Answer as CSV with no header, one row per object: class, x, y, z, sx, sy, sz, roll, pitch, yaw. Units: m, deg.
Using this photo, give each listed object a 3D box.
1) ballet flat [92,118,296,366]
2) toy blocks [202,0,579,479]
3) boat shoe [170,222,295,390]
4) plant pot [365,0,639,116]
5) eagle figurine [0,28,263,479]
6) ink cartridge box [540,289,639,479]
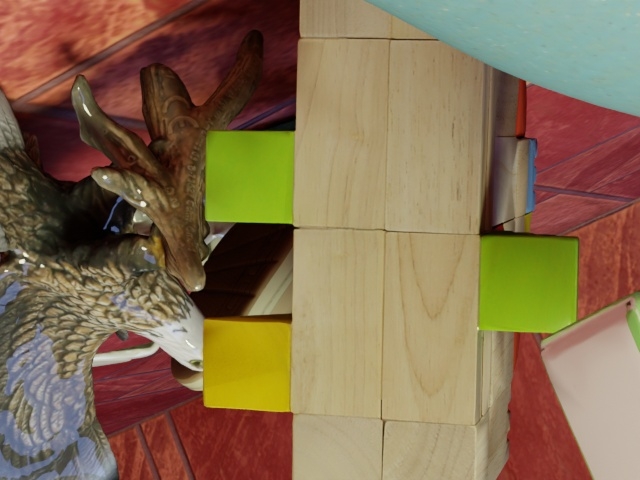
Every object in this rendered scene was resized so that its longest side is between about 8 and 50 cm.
ballet flat,-0.129,0.019,1.172,0.409,0.147,0.147,-20,171,-14
toy blocks,0.064,-0.014,0.863,0.191,0.381,0.261,2,-175,14
boat shoe,0.000,0.000,1.040,0.104,0.089,0.285,-3,-133,56
plant pot,0.083,-0.152,0.346,0.255,0.271,0.272,1,161,-28
eagle figurine,-0.148,0.034,0.903,0.226,0.225,0.298,-24,169,-44
ink cartridge box,0.252,0.072,0.544,0.273,0.198,0.115,-21,171,-13
